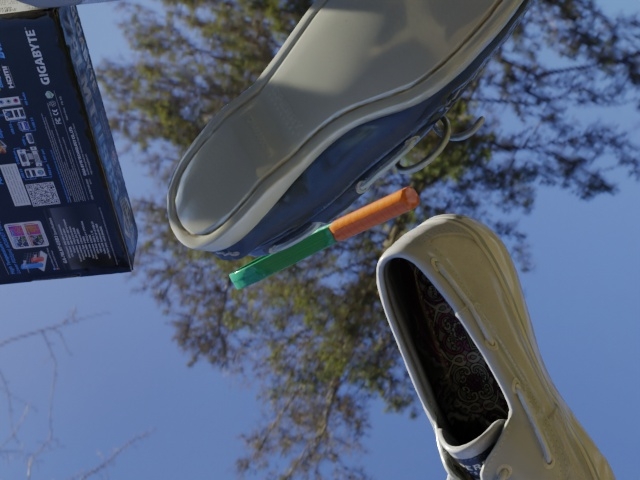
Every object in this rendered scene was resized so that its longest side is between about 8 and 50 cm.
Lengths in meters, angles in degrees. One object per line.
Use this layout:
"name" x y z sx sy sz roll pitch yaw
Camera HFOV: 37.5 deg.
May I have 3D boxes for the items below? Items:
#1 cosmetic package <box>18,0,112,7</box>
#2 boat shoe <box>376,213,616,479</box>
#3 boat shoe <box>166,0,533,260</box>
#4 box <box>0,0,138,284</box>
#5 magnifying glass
"cosmetic package" -0.093 -0.254 0.601 0.385 0.156 0.217 2 -175 24
"boat shoe" 0.075 0.079 0.402 0.063 0.066 0.184 -21 -85 -49
"boat shoe" 0.023 -0.073 0.525 0.079 0.254 0.095 17 -145 -53
"box" -0.347 -0.082 0.882 0.294 0.295 0.073 -6 -140 2
"magnifying glass" 0.000 0.000 0.946 0.092 0.231 0.026 -31 -87 -55
